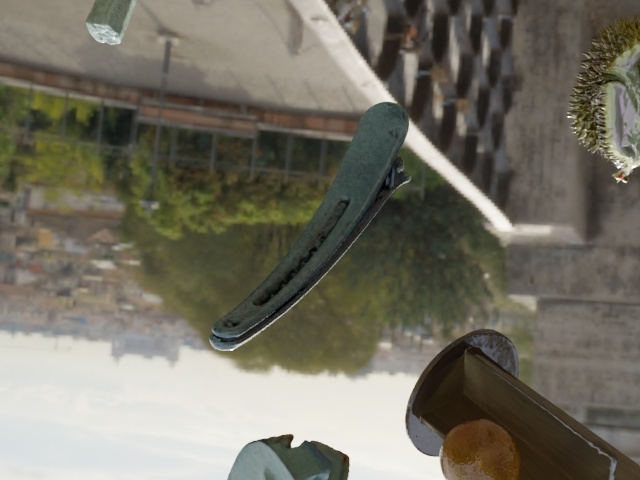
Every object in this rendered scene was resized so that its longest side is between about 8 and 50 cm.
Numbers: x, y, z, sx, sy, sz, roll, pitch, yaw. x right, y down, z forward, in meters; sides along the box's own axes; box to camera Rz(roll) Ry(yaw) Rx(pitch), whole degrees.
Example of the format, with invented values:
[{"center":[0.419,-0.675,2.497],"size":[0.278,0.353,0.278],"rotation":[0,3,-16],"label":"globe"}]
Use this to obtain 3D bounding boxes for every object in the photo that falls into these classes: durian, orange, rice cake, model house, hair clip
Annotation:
[{"center":[0.307,-0.139,0.995],"size":[0.146,0.102,0.208],"rotation":[-21,138,-12],"label":"durian"},{"center":[0.156,0.217,1.005],"size":[0.085,0.085,0.085],"rotation":[5,173,1],"label":"orange"},{"center":[-0.228,-0.345,1.225],"size":[0.042,0.245,0.045],"rotation":[2,157,18],"label":"rice cake"},{"center":[-0.020,0.294,1.221],"size":[0.148,0.148,0.119],"rotation":[-2,-145,-41],"label":"model house"},{"center":[0.000,0.000,0.814],"size":[0.048,0.275,0.083],"rotation":[20,140,20],"label":"hair clip"}]

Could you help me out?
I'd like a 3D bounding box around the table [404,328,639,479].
[{"center":[0.225,0.220,1.101],"size":[0.167,0.167,0.226],"rotation":[10,-163,-41],"label":"table"}]
